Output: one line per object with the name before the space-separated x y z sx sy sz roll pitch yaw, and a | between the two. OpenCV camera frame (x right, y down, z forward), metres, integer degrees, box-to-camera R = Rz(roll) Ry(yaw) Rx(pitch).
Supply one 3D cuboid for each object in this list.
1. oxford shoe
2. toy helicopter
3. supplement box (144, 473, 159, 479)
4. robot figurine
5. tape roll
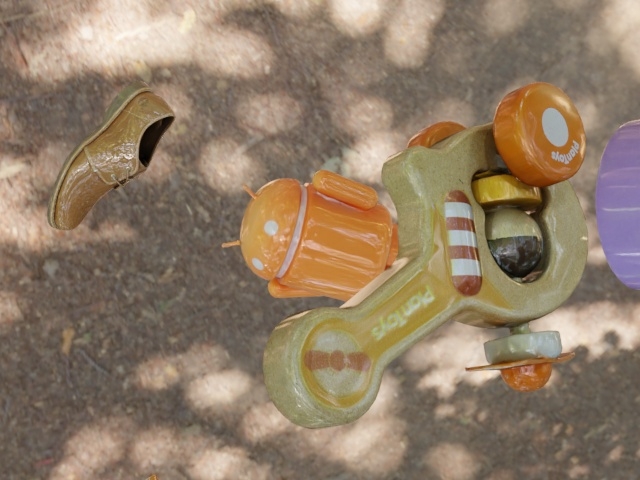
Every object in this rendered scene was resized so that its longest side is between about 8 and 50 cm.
oxford shoe | -0.256 -0.090 1.126 0.212 0.076 0.076 -53 163 6
toy helicopter | 0.100 0.044 0.716 0.355 0.140 0.235 -33 99 -37
supplement box | -0.174 0.249 0.791 0.098 0.062 0.036 -31 97 -11
robot figurine | -0.001 0.002 1.093 0.219 0.158 0.128 16 73 -13
tape roll | 0.378 -0.039 0.987 0.189 0.080 0.189 1 89 -44
